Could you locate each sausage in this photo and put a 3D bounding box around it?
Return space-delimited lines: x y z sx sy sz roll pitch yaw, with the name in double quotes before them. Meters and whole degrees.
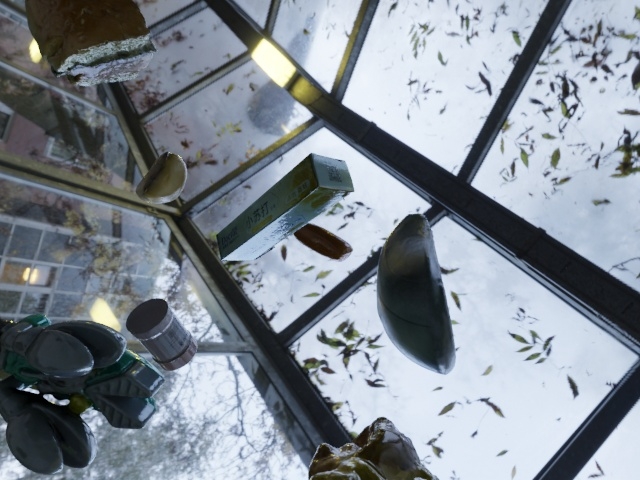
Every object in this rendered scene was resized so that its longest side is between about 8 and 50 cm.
"sausage" 0.000 0.000 1.410 0.238 0.098 0.098 30 -84 28

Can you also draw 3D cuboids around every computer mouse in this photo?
"computer mouse" 0.166 0.084 0.754 0.122 0.370 0.188 -6 -65 14

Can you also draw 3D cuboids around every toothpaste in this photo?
"toothpaste" -0.079 -0.047 0.748 0.313 0.089 0.070 -31 -113 42

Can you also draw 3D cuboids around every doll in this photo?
"doll" -0.346 0.193 0.539 0.259 0.153 0.194 -5 -72 11

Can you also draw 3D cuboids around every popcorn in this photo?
"popcorn" 0.096 0.446 0.670 0.281 0.297 0.315 -37 -152 30

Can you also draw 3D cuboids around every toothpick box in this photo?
"toothpick box" -0.357 0.215 0.936 0.099 0.148 0.098 -10 -140 9

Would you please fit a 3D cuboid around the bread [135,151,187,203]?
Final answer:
"bread" -0.239 -0.090 0.634 0.115 0.056 0.082 -2 -123 58

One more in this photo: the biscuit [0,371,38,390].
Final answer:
"biscuit" -0.849 0.369 1.172 0.291 0.236 0.062 16 -125 6

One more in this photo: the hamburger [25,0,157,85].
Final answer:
"hamburger" -0.369 -0.359 0.631 0.136 0.155 0.207 -15 -81 46
